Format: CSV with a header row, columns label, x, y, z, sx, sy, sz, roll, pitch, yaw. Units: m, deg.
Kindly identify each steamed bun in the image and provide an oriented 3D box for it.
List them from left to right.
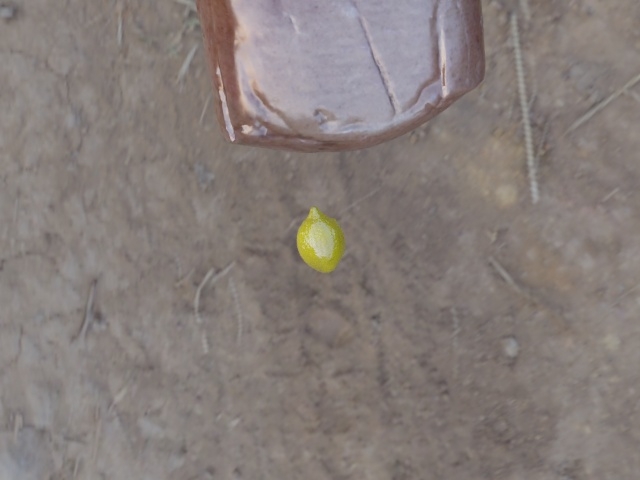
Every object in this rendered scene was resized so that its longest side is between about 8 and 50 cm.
label,x,y,z,sx,sy,sz,roll,pitch,yaw
steamed bun,0.012,-0.130,0.775,0.175,0.106,0.145,-14,111,-11

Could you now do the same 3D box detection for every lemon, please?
label,x,y,z,sx,sy,sz,roll,pitch,yaw
lemon,0.000,0.000,1.671,0.065,0.065,0.092,-15,102,-18
